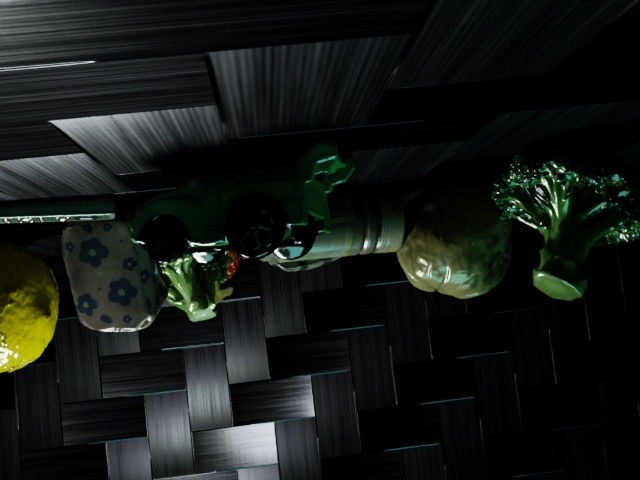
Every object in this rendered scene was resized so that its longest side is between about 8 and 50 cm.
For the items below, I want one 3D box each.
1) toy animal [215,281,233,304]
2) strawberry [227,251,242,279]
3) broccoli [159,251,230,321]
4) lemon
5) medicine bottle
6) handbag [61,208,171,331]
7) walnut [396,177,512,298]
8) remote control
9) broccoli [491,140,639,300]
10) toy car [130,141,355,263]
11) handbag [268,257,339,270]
[{"bbox_3d":[-0.437,0.069,2.510,0.180,0.363,0.181,-42,149,-19],"label":"toy animal"},{"bbox_3d":[-0.360,0.069,2.742,0.280,0.150,0.253,-7,174,42],"label":"strawberry"},{"bbox_3d":[-0.371,0.081,2.174,0.307,0.275,0.308,-23,157,-10],"label":"broccoli"},{"bbox_3d":[-0.848,0.166,2.032,0.387,0.350,0.350,3,178,16],"label":"lemon"},{"bbox_3d":[0.015,-0.036,1.821,0.322,0.151,0.151,-5,176,-16],"label":"medicine bottle"},{"bbox_3d":[-0.433,0.054,1.764,0.190,0.252,0.193,-5,-166,15],"label":"handbag"},{"bbox_3d":[0.315,-0.002,1.886,0.253,0.277,0.282,18,161,31],"label":"walnut"},{"bbox_3d":[-0.542,-0.051,1.555,0.285,0.038,0.123,-5,176,-19],"label":"remote control"},{"bbox_3d":[0.458,-0.051,1.503,0.297,0.297,0.297,19,156,9],"label":"broccoli"},{"bbox_3d":[-0.126,-0.052,1.337,0.358,0.177,0.213,-4,176,16],"label":"toy car"},{"bbox_3d":[0.017,-0.019,2.105,0.326,0.163,0.325,-14,180,-6],"label":"handbag"}]
